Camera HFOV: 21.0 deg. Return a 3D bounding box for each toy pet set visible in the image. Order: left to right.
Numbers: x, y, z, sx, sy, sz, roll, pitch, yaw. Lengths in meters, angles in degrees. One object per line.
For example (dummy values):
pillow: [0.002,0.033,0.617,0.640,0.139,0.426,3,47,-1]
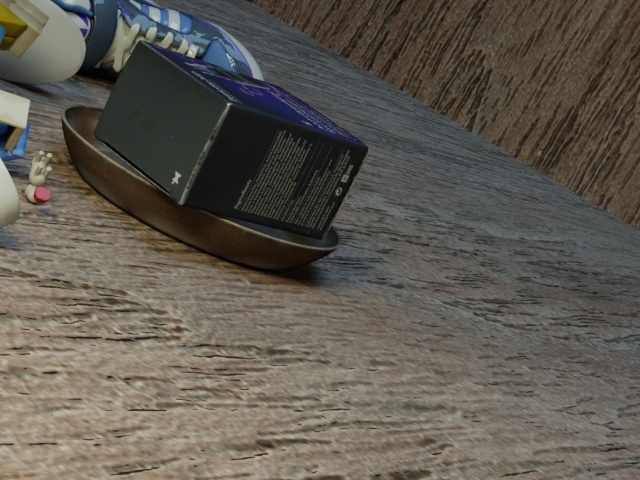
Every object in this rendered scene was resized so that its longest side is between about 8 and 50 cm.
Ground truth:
toy pet set: [-0.300,-0.076,1.523,0.122,0.065,0.114,19,48,-21]

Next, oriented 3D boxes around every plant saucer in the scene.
plant saucer: [-0.127,-0.048,1.745,0.311,0.050,0.310,26,12,-6]

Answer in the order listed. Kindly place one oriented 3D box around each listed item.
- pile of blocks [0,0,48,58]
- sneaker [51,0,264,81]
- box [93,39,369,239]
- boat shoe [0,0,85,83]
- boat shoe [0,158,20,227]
pile of blocks: [-0.421,-0.202,1.671,0.362,0.112,0.149,10,44,-51]
sneaker: [-0.250,-0.239,2.170,0.323,0.130,0.236,35,23,14]
box: [-0.084,-0.094,1.658,0.207,0.108,0.153,14,18,-49]
boat shoe: [-0.411,-0.264,1.948,0.301,0.108,0.102,16,16,-16]
boat shoe: [-0.328,-0.070,1.373,0.219,0.077,0.070,36,49,26]
